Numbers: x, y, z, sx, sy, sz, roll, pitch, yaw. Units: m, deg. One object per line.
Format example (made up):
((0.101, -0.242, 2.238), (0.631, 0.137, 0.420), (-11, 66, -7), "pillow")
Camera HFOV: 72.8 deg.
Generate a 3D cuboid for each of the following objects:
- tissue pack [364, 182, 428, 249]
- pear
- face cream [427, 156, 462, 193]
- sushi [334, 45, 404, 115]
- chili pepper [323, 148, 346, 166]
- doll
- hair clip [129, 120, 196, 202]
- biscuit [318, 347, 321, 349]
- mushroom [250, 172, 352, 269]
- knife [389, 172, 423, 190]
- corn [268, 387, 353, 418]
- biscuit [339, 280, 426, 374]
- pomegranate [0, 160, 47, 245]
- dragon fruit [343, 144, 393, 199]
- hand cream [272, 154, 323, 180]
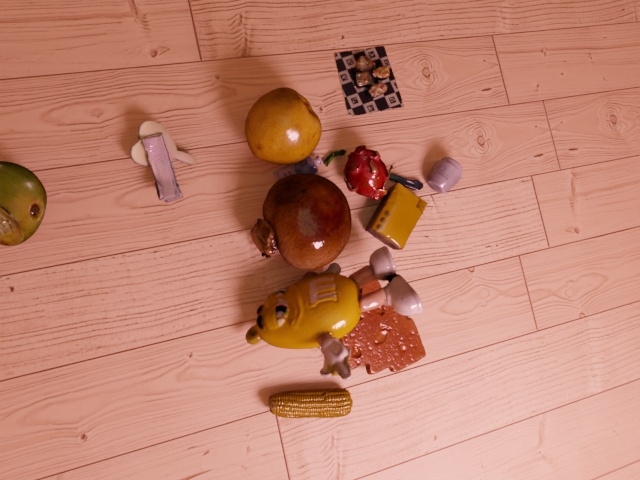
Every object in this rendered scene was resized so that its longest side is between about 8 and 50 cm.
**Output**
((0.226, -0.070, 1.287), (0.120, 0.082, 0.169), (33, 77, -9), "tissue pack")
((-0.106, -0.301, 1.174), (0.209, 0.209, 0.209), (1, 84, -13), "pear")
((0.381, -0.200, 1.335), (0.091, 0.091, 0.095), (38, 85, -7), "face cream")
((0.154, -0.502, 1.340), (0.192, 0.040, 0.210), (-15, 87, -14), "sushi")
((0.042, -0.252, 1.297), (0.083, 0.022, 0.027), (-35, 59, -14), "chili pepper")
((0.044, 0.175, 1.115), (0.423, 0.348, 0.161), (-40, 129, -23), "doll")
((-0.416, -0.214, 1.158), (0.159, 0.071, 0.218), (-18, 94, -17), "hair clip")
((0.032, 0.262, 1.239), (0.120, 0.015, 0.120), (2, 83, -14), "biscuit")
((-0.046, -0.051, 1.155), (0.283, 0.195, 0.263), (-35, 87, -7), "mushroom")
((0.261, -0.184, 1.341), (0.121, 0.018, 0.031), (20, 87, -10), "knife")
((-0.026, 0.443, 1.176), (0.231, 0.080, 0.080), (0, 84, -11), "corn")
((0.171, 0.273, 1.252), (0.306, 0.043, 0.284), (29, 71, -13), "biscuit")
((-0.757, -0.090, 1.031), (0.190, 0.241, 0.159), (41, 39, -28), "pomegranate")
((0.132, -0.188, 1.258), (0.133, 0.136, 0.166), (-38, 113, -23), "dragon fruit")
((-0.057, -0.198, 1.256), (0.142, 0.053, 0.084), (-33, 93, -4), "hand cream")
